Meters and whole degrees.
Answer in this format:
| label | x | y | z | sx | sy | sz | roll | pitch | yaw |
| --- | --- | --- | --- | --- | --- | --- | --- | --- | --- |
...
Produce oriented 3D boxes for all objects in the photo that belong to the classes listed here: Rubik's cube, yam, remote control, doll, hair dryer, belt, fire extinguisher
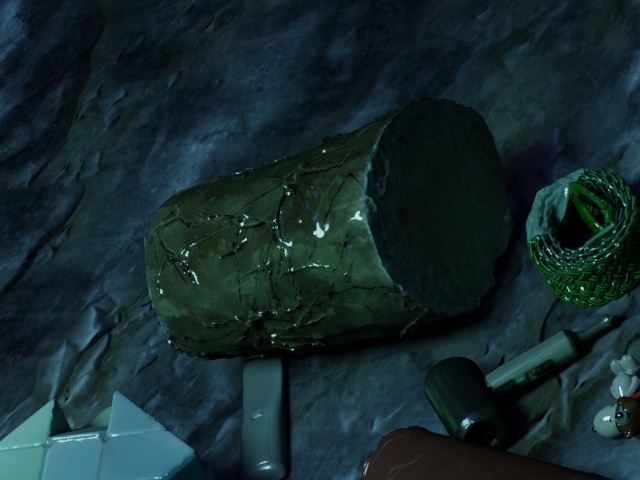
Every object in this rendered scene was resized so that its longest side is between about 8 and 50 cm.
| label | x | y | z | sx | sy | sz | roll | pitch | yaw |
| --- | --- | --- | --- | --- | --- | --- | --- | --- | --- |
| Rubik's cube | -0.211 | 0.291 | 1.870 | 0.265 | 0.213 | 0.224 | -38 | 47 | -21 |
| yam | 0.000 | 0.000 | 1.993 | 0.348 | 0.241 | 0.241 | -17 | 39 | 30 |
| remote control | -0.061 | 0.182 | 2.010 | 0.050 | 0.027 | 0.184 | -24 | 35 | 16 |
| doll | 0.276 | 0.144 | 1.742 | 0.058 | 0.040 | 0.085 | -10 | 42 | 49 |
| hair dryer | 0.199 | 0.122 | 1.831 | 0.197 | 0.057 | 0.100 | -32 | 36 | -1 |
| belt | 0.258 | -0.011 | 1.901 | 0.121 | 0.079 | 0.151 | -33 | 34 | 8 |
| fire extinguisher | 0.198 | 0.231 | 1.664 | 0.147 | 0.107 | 0.337 | -30 | 26 | -36 |
